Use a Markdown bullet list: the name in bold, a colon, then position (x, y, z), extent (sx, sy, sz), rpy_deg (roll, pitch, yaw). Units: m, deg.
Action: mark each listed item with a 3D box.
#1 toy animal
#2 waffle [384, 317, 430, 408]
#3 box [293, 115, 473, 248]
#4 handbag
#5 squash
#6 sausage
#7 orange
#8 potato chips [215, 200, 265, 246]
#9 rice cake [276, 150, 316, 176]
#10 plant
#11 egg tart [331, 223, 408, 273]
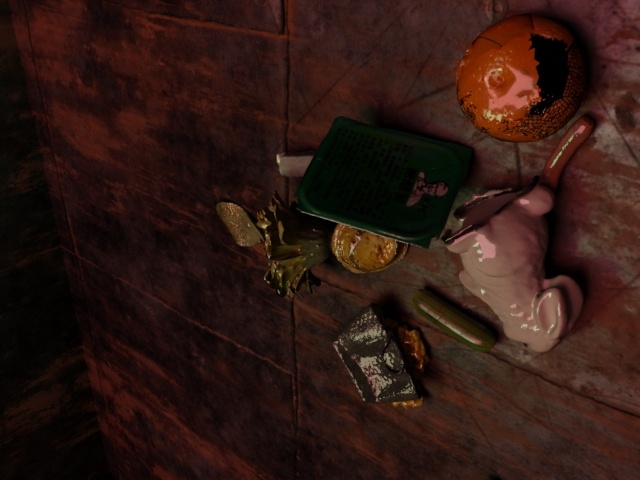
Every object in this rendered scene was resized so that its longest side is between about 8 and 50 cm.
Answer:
- **toy animal**: position (0.411, 0.072, 1.363), extent (0.258, 0.194, 0.357), rpy_deg (-24, 105, 44)
- **waffle**: position (0.203, 0.325, 1.786), extent (0.249, 0.056, 0.253), rpy_deg (47, 135, 16)
- **box**: position (0.136, -0.113, 1.466), extent (0.337, 0.264, 0.106), rpy_deg (18, 157, 20)
- **handbag**: position (0.146, 0.305, 1.738), extent (0.175, 0.089, 0.270), rpy_deg (-30, 86, 41)
- **squash**: position (0.316, 0.191, 1.597), extent (0.229, 0.066, 0.066), rpy_deg (34, 132, 28)
- **sausage**: position (0.465, -0.160, 1.274), extent (0.047, 0.040, 0.177), rpy_deg (34, 133, 15)
- **orange**: position (0.360, -0.292, 1.213), extent (0.234, 0.182, 0.234), rpy_deg (13, 108, 46)
- **potato chips**: position (-0.250, -0.045, 2.058), extent (0.209, 0.026, 0.142), rpy_deg (16, 119, 36)
- **rice cake**: position (0.011, -0.193, 1.689), extent (0.336, 0.063, 0.066), rpy_deg (7, 113, 42)
- **plant**: position (-0.032, 0.035, 1.721), extent (0.297, 0.306, 0.261), rpy_deg (19, 98, 5)
- **egg tart**: position (0.123, 0.007, 1.610), extent (0.074, 0.191, 0.191), rpy_deg (-105, 8, -66)
